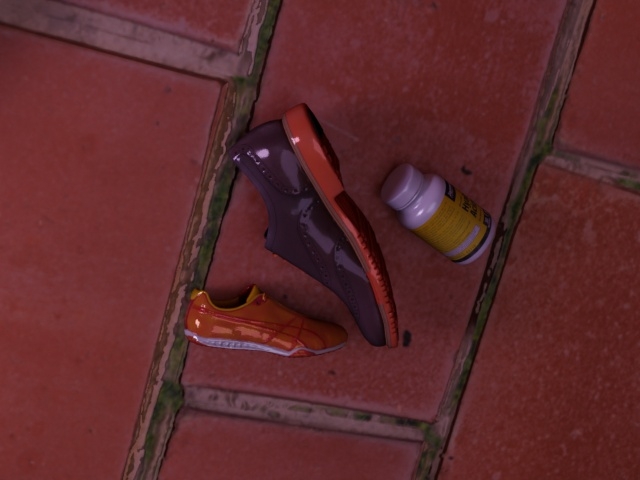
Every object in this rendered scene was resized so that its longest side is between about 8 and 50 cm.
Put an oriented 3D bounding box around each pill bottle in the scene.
[{"bbox_3d":[0.120,-0.029,1.123,0.116,0.065,0.065,33,91,-25],"label":"pill bottle"}]

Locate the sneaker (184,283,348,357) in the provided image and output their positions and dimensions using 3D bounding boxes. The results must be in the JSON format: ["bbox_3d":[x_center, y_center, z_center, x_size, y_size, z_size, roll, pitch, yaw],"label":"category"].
[{"bbox_3d":[-0.049,0.081,1.093,0.175,0.064,0.067,9,91,-26],"label":"sneaker"}]

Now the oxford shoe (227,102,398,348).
[{"bbox_3d":[0.000,0.000,1.084,0.098,0.097,0.271,-24,108,8],"label":"oxford shoe"}]
